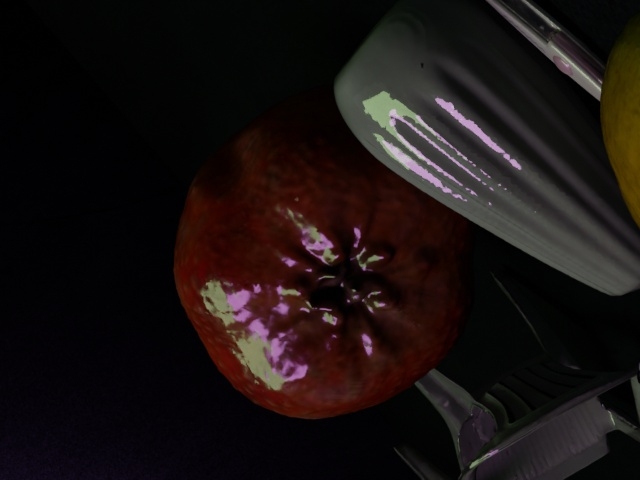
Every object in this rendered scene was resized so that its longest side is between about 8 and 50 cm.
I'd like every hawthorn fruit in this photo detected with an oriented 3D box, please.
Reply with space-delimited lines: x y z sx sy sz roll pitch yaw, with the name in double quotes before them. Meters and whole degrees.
"hawthorn fruit" 0.000 0.000 1.493 0.287 0.287 0.330 52 -178 -17

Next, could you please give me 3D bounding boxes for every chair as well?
"chair" 0.178 0.152 1.501 0.275 0.203 0.190 44 159 57

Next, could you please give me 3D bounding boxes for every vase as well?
"vase" 0.129 -0.061 1.123 0.248 0.128 0.128 40 171 -4

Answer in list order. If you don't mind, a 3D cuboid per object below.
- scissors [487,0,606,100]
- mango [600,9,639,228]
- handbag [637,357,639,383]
"scissors" 0.163 -0.113 1.048 0.176 0.022 0.085 44 172 14
"mango" 0.213 -0.035 0.816 0.167 0.130 0.262 48 175 24
"handbag" 0.310 0.142 1.065 0.229 0.127 0.208 44 173 -32
